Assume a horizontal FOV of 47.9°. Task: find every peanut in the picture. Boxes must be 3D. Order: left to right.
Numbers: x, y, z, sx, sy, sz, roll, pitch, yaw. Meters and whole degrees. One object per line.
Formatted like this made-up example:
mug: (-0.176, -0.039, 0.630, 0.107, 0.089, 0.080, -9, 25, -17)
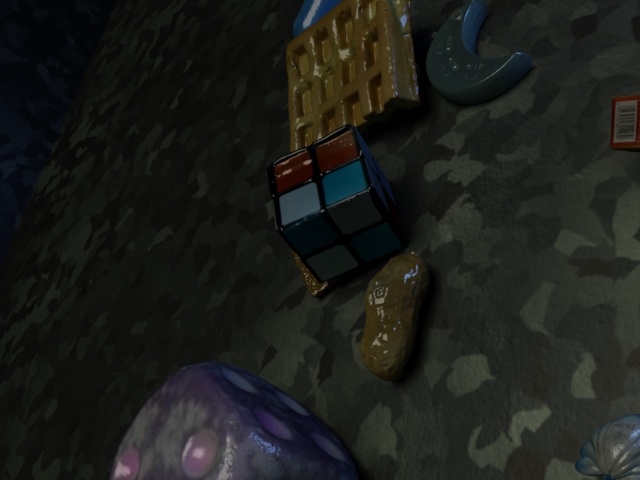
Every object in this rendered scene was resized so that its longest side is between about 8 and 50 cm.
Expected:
peanut: (0.114, 0.115, 1.135, 0.099, 0.099, 0.214, -7, 64, 44)

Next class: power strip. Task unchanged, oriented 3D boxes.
power strip: (0.270, -0.342, 1.323, 0.167, 0.054, 0.253, -40, 42, 18)

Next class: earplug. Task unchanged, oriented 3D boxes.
earplug: (0.026, -0.564, 1.690, 0.132, 0.132, 0.273, 26, 87, 52)

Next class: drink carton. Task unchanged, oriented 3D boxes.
drink carton: (0.485, -0.148, 0.894, 0.223, 0.096, 0.071, 6, 94, 55)

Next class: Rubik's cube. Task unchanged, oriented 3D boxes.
Rubik's cube: (0.027, -0.063, 1.257, 0.183, 0.167, 0.180, -27, 45, 13)

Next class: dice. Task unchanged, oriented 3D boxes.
dice: (-0.130, 0.360, 1.060, 0.270, 0.270, 0.271, -55, 38, 1)

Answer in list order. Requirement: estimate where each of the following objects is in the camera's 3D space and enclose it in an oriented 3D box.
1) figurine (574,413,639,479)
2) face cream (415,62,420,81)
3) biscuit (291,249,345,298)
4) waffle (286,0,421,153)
figurine: (0.352, 0.237, 0.812, 0.114, 0.079, 0.114, -24, 13, 6)
face cream: (0.124, -0.337, 1.474, 0.182, 0.051, 0.072, 14, 85, 51)
biscuit: (0.000, 0.000, 1.381, 0.131, 0.025, 0.231, -41, 42, 16)
waffle: (0.050, -0.346, 1.465, 0.348, 0.077, 0.304, -25, 62, 45)
